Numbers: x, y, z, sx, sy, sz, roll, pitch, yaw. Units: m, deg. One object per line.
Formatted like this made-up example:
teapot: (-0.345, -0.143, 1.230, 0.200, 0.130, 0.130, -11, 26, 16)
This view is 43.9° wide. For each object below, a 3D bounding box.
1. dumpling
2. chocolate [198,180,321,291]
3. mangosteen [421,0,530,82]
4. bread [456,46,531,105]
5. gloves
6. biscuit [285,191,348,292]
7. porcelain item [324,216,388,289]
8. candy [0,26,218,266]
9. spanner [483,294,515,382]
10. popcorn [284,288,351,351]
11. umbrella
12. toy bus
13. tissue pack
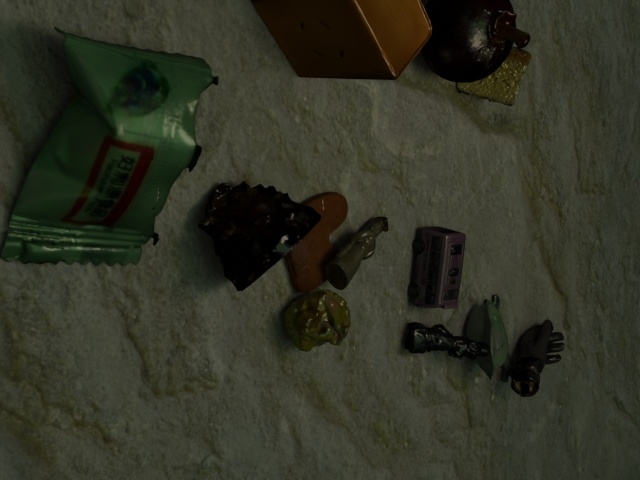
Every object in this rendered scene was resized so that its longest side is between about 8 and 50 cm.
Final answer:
dumpling: (0.452, 0.268, 2.094, 0.105, 0.149, 0.216, -13, 110, -21)
chocolate: (-0.132, -0.039, 1.502, 0.177, 0.206, 0.224, 47, 48, -7)
mangosteen: (0.348, -0.462, 1.751, 0.236, 0.261, 0.235, -14, 111, -38)
bread: (0.420, -0.407, 1.912, 0.127, 0.152, 0.147, 1, 108, -40)
gloves: (0.617, 0.327, 2.273, 0.285, 0.119, 0.142, -38, 145, -43)
biscuit: (0.000, 0.000, 1.708, 0.186, 0.036, 0.192, -30, 120, -35)
porcelain item: (0.084, 0.015, 1.751, 0.213, 0.054, 0.084, -50, 144, -40)
candy: (-0.350, -0.132, 1.309, 0.263, 0.172, 0.397, 12, 112, -33)
spanner: (0.505, 0.280, 2.235, 0.071, 0.017, 0.301, -36, 122, -30)
popcorn: (-0.004, 0.169, 1.695, 0.145, 0.126, 0.125, -4, 78, -25)
umbrella: (0.317, 0.253, 1.992, 0.224, 0.071, 0.080, 12, 97, -16)
toy bus: (0.288, 0.070, 1.929, 0.096, 0.108, 0.198, -3, 102, -41)
tissue pack: (0.039, -0.419, 1.480, 0.145, 0.275, 0.194, -54, 130, -20)
